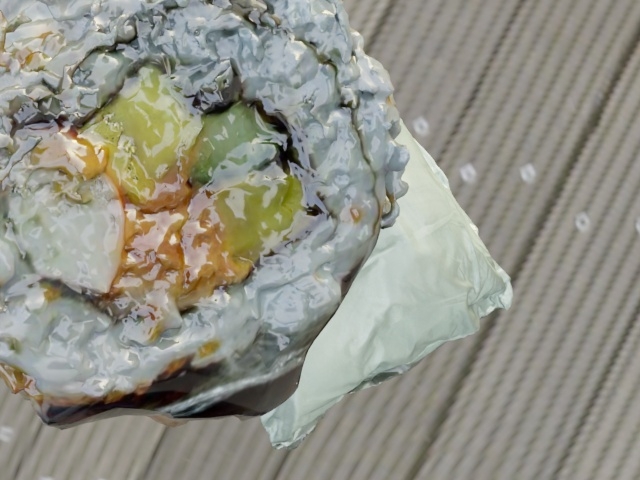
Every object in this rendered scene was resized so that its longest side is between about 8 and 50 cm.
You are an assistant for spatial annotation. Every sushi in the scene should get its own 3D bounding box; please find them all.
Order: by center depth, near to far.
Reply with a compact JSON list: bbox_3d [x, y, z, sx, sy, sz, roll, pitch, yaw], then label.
[{"bbox_3d":[-0.127,-0.045,1.352,0.417,0.417,0.176,-48,34,-2],"label":"sushi"}]

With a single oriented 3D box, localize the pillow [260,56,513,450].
[{"bbox_3d":[0.000,0.000,1.604,0.283,0.138,0.310,-34,98,-24],"label":"pillow"}]
